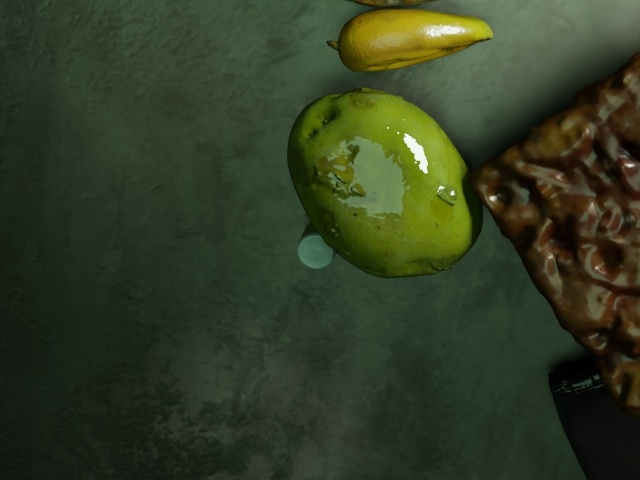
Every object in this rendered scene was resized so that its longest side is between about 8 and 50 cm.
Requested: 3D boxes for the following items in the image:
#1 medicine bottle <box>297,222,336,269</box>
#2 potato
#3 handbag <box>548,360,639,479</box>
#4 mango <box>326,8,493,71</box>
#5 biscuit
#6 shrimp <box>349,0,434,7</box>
[{"bbox_3d":[0.000,0.000,1.110,0.047,0.083,0.047,3,112,7],"label":"medicine bottle"},{"bbox_3d":[0.074,-0.061,1.032,0.253,0.148,0.186,33,81,-15],"label":"potato"},{"bbox_3d":[0.429,0.234,1.145,0.223,0.080,0.247,-21,107,23],"label":"handbag"},{"bbox_3d":[0.100,-0.224,1.003,0.187,0.101,0.066,-5,94,0],"label":"mango"},{"bbox_3d":[0.402,-0.044,0.950,0.395,0.166,0.343,-34,86,30],"label":"biscuit"},{"bbox_3d":[0.043,-0.356,0.960,0.185,0.068,0.287,-35,103,8],"label":"shrimp"}]
